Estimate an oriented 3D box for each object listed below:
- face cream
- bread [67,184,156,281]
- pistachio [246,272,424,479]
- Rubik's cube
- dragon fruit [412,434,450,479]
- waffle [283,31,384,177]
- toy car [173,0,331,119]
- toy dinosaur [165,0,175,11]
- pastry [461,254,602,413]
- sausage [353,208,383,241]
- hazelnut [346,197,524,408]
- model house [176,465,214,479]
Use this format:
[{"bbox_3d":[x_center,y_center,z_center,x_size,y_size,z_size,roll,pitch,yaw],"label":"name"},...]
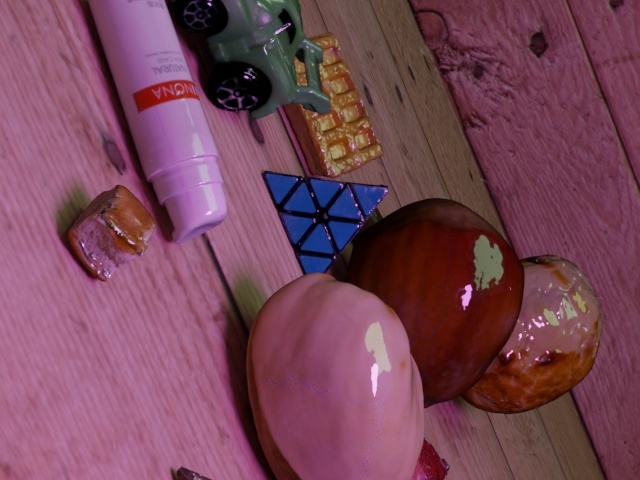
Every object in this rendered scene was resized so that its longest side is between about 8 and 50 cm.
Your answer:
[{"bbox_3d":[-0.204,-0.172,1.229,0.102,0.102,0.346,-5,73,-69],"label":"face cream"},{"bbox_3d":[-0.232,-0.008,1.043,0.070,0.076,0.083,48,26,-18],"label":"bread"},{"bbox_3d":[0.020,0.200,1.269,0.238,0.229,0.321,-10,83,-27],"label":"pistachio"},{"bbox_3d":[0.000,0.000,1.642,0.190,0.211,0.178,84,14,-76],"label":"Rubik's cube"},{"bbox_3d":[0.105,0.332,1.503,0.161,0.126,0.274,64,9,15],"label":"dragon fruit"},{"bbox_3d":[0.005,-0.258,1.820,0.168,0.057,0.274,-27,95,-42],"label":"waffle"},{"bbox_3d":[-0.110,-0.349,1.499,0.359,0.176,0.213,68,13,-50],"label":"toy car"},{"bbox_3d":[-0.240,-0.339,1.375,0.055,0.049,0.154,67,21,-7],"label":"toy dinosaur"},{"bbox_3d":[0.416,0.202,2.033,0.388,0.388,0.313,-13,90,-70],"label":"pastry"},{"bbox_3d":[0.091,-0.032,1.879,0.141,0.076,0.076,59,22,-24],"label":"sausage"},{"bbox_3d":[0.204,0.102,1.690,0.366,0.365,0.366,52,26,-38],"label":"hazelnut"},{"bbox_3d":[-0.063,0.335,1.041,0.248,0.176,0.181,50,23,-3],"label":"model house"}]
